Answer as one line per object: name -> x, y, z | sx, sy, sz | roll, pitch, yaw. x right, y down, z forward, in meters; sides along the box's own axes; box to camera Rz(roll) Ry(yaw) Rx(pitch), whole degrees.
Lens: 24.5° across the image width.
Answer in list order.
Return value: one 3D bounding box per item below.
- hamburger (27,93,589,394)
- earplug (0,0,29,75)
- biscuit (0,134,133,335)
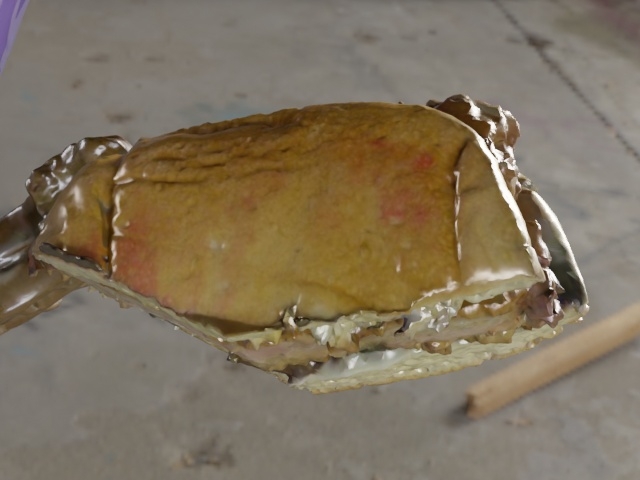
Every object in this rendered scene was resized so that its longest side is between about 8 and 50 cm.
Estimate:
hamburger -> 0.000, 0.000, 0.839 | 0.282, 0.155, 0.245 | 37, 81, 24
earplug -> -0.239, 0.061, 0.437 | 0.215, 0.455, 0.215 | 15, -6, 2
biscuit -> -0.337, 0.021, 1.560 | 0.366, 0.268, 0.115 | -27, 82, -16
